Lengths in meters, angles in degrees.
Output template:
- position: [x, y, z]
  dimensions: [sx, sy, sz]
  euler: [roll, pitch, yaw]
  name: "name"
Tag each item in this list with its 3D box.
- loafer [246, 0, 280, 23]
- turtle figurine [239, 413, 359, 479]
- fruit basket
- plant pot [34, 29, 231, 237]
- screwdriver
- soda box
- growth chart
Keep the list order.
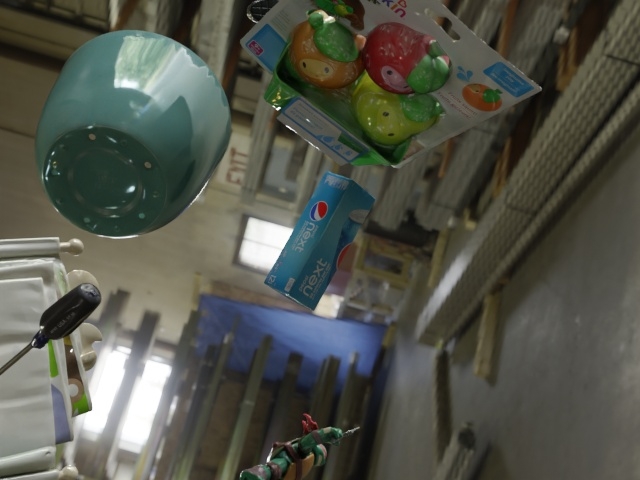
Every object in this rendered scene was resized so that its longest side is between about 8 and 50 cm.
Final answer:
- position: [-0.088, -0.456, 1.890]
  dimensions: [0.061, 0.170, 0.062]
  euler: [-2, 93, 46]
  name: "loafer"
- position: [-0.038, 0.372, 1.479]
  dimensions: [0.234, 0.118, 0.175]
  euler: [-16, -63, -47]
  name: "turtle figurine"
- position: [0.076, -0.235, 1.301]
  dimensions: [0.165, 0.327, 0.353]
  euler: [-61, 19, -20]
  name: "fruit basket"
- position: [-0.297, -0.140, 1.420]
  dimensions: [0.235, 0.293, 0.293]
  euler: [-83, 9, -58]
  name: "plant pot"
- position: [-0.209, 0.080, 0.664]
  dimensions: [0.170, 0.025, 0.024]
  euler: [-41, 47, 32]
  name: "screwdriver"
- position: [0.000, 0.000, 1.490]
  dimensions: [0.067, 0.071, 0.210]
  euler: [23, 81, 44]
  name: "soda box"
- position: [-0.271, 0.107, 0.812]
  dimensions: [0.021, 0.172, 0.237]
  euler: [-22, 67, 49]
  name: "growth chart"
